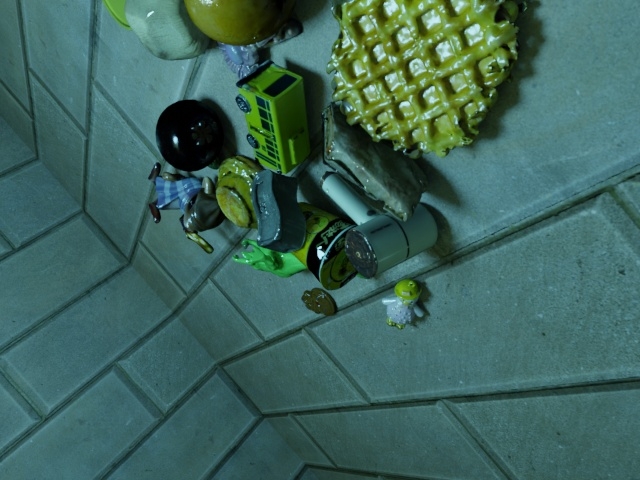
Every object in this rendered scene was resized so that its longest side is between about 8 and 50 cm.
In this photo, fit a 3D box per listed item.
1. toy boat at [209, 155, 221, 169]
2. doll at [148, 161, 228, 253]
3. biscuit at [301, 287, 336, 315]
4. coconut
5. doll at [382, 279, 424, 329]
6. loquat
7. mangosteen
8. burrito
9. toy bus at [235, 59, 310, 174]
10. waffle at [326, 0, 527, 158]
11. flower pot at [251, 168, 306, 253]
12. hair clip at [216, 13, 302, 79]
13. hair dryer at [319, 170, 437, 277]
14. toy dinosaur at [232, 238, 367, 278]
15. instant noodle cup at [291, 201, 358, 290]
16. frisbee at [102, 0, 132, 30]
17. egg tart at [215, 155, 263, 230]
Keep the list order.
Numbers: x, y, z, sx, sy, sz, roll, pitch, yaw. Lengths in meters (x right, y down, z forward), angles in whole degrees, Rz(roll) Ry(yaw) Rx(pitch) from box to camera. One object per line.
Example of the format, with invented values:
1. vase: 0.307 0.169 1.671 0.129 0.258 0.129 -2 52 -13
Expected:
1. toy boat: -0.420 -0.314 1.591 0.210 0.052 0.104 32 140 23
2. doll: -0.504 -0.129 1.724 0.339 0.209 0.318 18 139 32
3. biscuit: -0.010 0.233 1.699 0.175 0.026 0.124 -15 111 52
4. coconut: -0.396 -0.574 1.190 0.224 0.224 0.224 28 141 26
5. doll: 0.246 0.185 1.333 0.129 0.081 0.207 18 136 9
6. loquat: -0.172 -0.541 0.933 0.262 0.263 0.263 28 141 26
7. mangosteen: -0.417 -0.331 1.436 0.242 0.243 0.243 28 141 26
8. burrito: 0.100 -0.191 1.047 0.347 0.175 0.107 42 128 10
9. toy bus: -0.111 -0.302 1.171 0.150 0.128 0.262 32 152 24
10. waffle: 0.180 -0.351 0.877 0.379 0.095 0.382 33 140 19
11. flower pot: -0.118 -0.084 1.263 0.103 0.108 0.230 -26 64 34
12. hair clip: -0.170 -0.490 1.137 0.300 0.069 0.173 0 126 47
13. hair dryer: 0.106 -0.077 1.170 0.362 0.203 0.128 48 151 34
14. toy dinosaur: -0.084 0.107 1.603 0.499 0.144 0.374 21 162 8
15. instant noodle cup: 0.000 0.000 1.334 0.236 0.215 0.216 34 144 34
16. frisbee: -0.620 -0.770 1.397 0.235 0.017 0.236 29 141 26
17. egg tart: -0.257 -0.138 1.524 0.293 0.123 0.294 28 139 27
